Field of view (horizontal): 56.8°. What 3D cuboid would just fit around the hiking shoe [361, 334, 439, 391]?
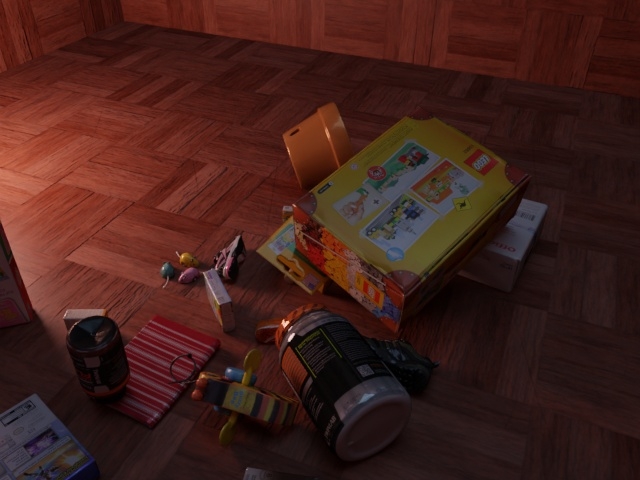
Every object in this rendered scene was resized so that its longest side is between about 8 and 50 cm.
[{"bbox_3d":[0.162,0.275,1.398,0.226,0.086,0.114,24,27,23],"label":"hiking shoe"}]

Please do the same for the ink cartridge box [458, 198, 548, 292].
[{"bbox_3d":[0.507,-0.013,1.735,0.226,0.131,0.306,20,43,25],"label":"ink cartridge box"}]

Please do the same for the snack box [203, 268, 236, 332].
[{"bbox_3d":[-0.260,0.154,1.521,0.037,0.100,0.141,-16,40,-19],"label":"snack box"}]

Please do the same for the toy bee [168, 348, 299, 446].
[{"bbox_3d":[-0.200,0.329,1.235,0.298,0.162,0.195,-4,80,7],"label":"toy bee"}]

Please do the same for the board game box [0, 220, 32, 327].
[{"bbox_3d":[-0.862,0.088,1.420,0.242,0.317,0.064,-11,37,-16],"label":"board game box"}]

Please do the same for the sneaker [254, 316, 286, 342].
[{"bbox_3d":[-0.076,0.215,1.477,0.175,0.064,0.067,3,26,-2],"label":"sneaker"}]

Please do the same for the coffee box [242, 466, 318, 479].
[{"bbox_3d":[-0.090,0.532,1.012,0.141,0.098,0.247,7,37,8],"label":"coffee box"}]

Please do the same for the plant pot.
[{"bbox_3d":[-0.002,-0.300,2.023,0.203,0.291,0.291,-20,38,2],"label":"plant pot"}]

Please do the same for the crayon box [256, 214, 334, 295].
[{"bbox_3d":[0.000,0.000,1.659,0.203,0.083,0.323,37,63,15],"label":"crayon box"}]

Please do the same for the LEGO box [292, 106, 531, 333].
[{"bbox_3d":[0.232,-0.074,1.541,0.500,0.193,0.372,-39,64,-23],"label":"LEGO box"}]

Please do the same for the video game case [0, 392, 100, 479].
[{"bbox_3d":[-0.611,0.454,1.141,0.244,0.061,0.269,28,44,34],"label":"video game case"}]

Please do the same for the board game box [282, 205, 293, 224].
[{"bbox_3d":[-0.036,-0.050,1.800,0.154,0.104,0.026,4,37,5],"label":"board game box"}]

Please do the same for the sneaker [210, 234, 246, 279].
[{"bbox_3d":[-0.269,0.044,1.701,0.077,0.072,0.178,-4,29,12],"label":"sneaker"}]

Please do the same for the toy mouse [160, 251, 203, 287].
[{"bbox_3d":[-0.399,0.084,1.673,0.161,0.031,0.143,21,41,25],"label":"toy mouse"}]

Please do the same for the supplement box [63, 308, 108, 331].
[{"bbox_3d":[-0.582,0.205,1.479,0.098,0.062,0.036,0,37,-2],"label":"supplement box"}]

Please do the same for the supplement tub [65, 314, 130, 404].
[{"bbox_3d":[-0.461,0.259,1.247,0.106,0.198,0.106,1,39,-1],"label":"supplement tub"}]

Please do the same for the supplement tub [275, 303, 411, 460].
[{"bbox_3d":[0.035,0.288,1.266,0.193,0.194,0.316,-17,41,-22],"label":"supplement tub"}]

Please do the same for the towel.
[{"bbox_3d":[-0.385,0.296,1.387,0.198,0.031,0.275,18,41,19],"label":"towel"}]

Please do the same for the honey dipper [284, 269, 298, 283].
[{"bbox_3d":[-0.057,0.067,1.703,0.030,0.031,0.161,15,37,18],"label":"honey dipper"}]
